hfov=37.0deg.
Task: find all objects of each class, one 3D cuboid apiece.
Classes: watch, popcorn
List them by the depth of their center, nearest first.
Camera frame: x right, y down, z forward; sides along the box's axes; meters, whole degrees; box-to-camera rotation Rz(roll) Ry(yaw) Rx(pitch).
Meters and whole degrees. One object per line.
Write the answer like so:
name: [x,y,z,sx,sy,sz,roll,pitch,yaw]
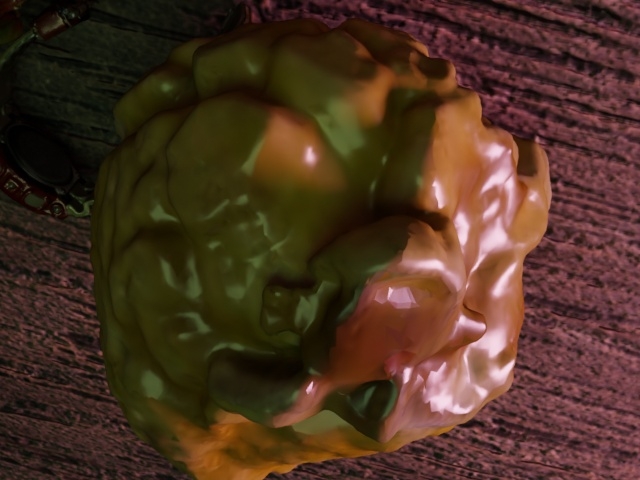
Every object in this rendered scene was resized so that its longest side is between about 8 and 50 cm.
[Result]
popcorn: [-0.009,0.006,0.762,0.390,0.344,0.354,-31,82,49]
watch: [-0.194,-0.137,0.843,0.165,0.102,0.268,34,115,-11]

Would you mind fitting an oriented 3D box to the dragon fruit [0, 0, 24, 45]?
dragon fruit: [-0.325,-0.206,0.778,0.172,0.166,0.160,13,120,-14]
